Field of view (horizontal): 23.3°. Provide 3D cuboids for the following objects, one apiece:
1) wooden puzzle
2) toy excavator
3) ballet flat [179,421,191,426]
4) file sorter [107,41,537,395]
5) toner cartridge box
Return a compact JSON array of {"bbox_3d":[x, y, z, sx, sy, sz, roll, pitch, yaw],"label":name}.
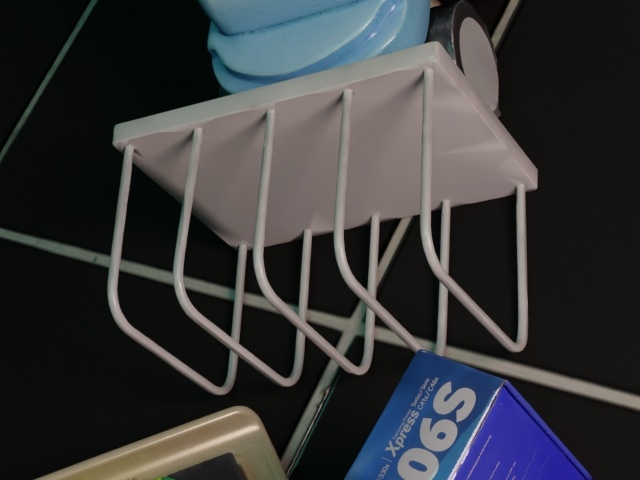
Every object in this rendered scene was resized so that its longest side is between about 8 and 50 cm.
[{"bbox_3d":[-0.104,0.246,1.092,0.221,0.044,0.238,-19,58,-13],"label":"wooden puzzle"},{"bbox_3d":[-0.028,-0.331,1.245,0.222,0.445,0.433,-10,55,26],"label":"toy excavator"},{"bbox_3d":[-0.102,0.239,1.174,0.067,0.073,0.206,-39,37,43],"label":"ballet flat"},{"bbox_3d":[0.000,0.000,1.177,0.278,0.193,0.173,-11,57,26],"label":"file sorter"},{"bbox_3d":[0.040,0.259,0.989,0.075,0.165,0.348,18,70,41],"label":"toner cartridge box"}]
